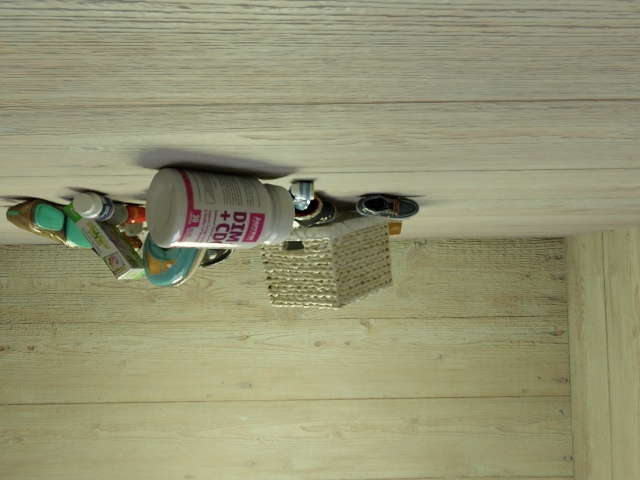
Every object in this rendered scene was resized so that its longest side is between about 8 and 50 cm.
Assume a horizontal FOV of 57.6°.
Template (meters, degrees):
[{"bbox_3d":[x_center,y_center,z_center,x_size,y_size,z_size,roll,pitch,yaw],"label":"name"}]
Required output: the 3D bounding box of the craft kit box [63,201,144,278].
[{"bbox_3d":[-0.615,0.003,1.697,0.061,0.246,0.250,-35,-179,-6],"label":"craft kit box"}]

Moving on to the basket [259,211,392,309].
[{"bbox_3d":[0.021,0.056,1.896,0.328,0.266,0.331,-2,-172,40],"label":"basket"}]

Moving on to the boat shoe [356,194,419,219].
[{"bbox_3d":[0.195,-0.092,1.617,0.183,0.065,0.083,1,178,-9],"label":"boat shoe"}]

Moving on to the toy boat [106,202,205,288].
[{"bbox_3d":[-0.473,-0.013,1.662,0.318,0.267,0.148,32,-165,24],"label":"toy boat"}]

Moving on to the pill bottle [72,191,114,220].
[{"bbox_3d":[-0.579,-0.088,1.481,0.067,0.067,0.120,-1,177,2],"label":"pill bottle"}]

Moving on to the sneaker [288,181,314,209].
[{"bbox_3d":[-0.053,-0.110,1.391,0.059,0.053,0.144,-1,168,-12],"label":"sneaker"}]

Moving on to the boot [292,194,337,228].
[{"bbox_3d":[-0.083,-0.079,1.632,0.236,0.085,0.178,-8,173,13],"label":"boot"}]

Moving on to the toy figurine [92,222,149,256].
[{"bbox_3d":[-0.638,-0.019,1.962,0.210,0.148,0.213,-2,176,19],"label":"toy figurine"}]

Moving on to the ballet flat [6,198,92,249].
[{"bbox_3d":[-0.790,-0.046,1.711,0.124,0.116,0.342,3,172,9],"label":"ballet flat"}]

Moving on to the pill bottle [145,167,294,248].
[{"bbox_3d":[-0.205,-0.062,1.230,0.283,0.160,0.160,1,176,-40],"label":"pill bottle"}]

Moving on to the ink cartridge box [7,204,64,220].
[{"bbox_3d":[-0.837,-0.079,1.785,0.179,0.045,0.145,0,178,25],"label":"ink cartridge box"}]

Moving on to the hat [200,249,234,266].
[{"bbox_3d":[-0.366,0.009,1.902,0.331,0.134,0.331,-17,168,-4],"label":"hat"}]

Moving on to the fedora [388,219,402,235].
[{"bbox_3d":[0.238,-0.054,2.169,0.194,0.079,0.194,-1,177,0],"label":"fedora"}]
